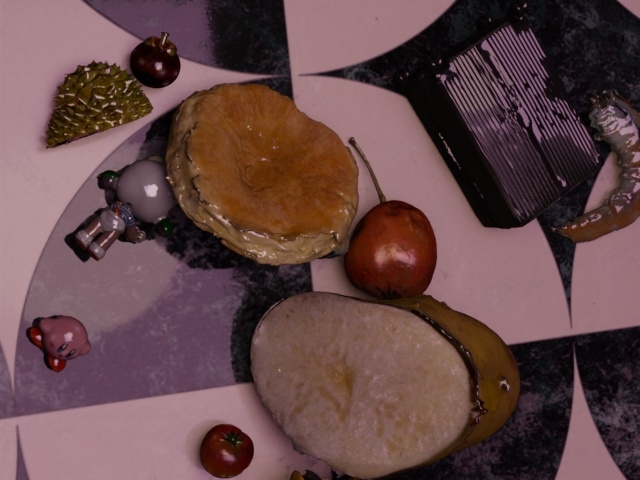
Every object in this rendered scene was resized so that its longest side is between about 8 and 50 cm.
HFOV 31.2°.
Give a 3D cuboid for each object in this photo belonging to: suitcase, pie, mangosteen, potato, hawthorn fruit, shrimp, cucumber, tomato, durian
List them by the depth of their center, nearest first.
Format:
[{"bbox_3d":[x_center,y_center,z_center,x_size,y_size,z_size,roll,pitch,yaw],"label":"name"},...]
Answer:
[{"bbox_3d":[-0.343,-0.217,1.737,0.187,0.119,0.108,-23,100,-20],"label":"durian"},{"bbox_3d":[-0.087,-0.108,1.780,0.340,0.083,0.339,17,48,-19],"label":"pie"},{"bbox_3d":[-0.256,-0.277,1.794,0.081,0.081,0.080,1,87,-22],"label":"mangosteen"},{"bbox_3d":[-0.150,0.336,1.810,0.087,0.087,0.075,22,124,-16],"label":"tomato"},{"bbox_3d":[-0.001,0.000,1.871,0.064,0.112,0.064,2,87,-30],"label":"cucumber"},{"bbox_3d":[0.125,0.222,1.874,0.296,0.397,0.289,-6,98,-67],"label":"potato"},{"bbox_3d":[0.106,-0.037,1.924,0.165,0.165,0.285,-1,63,-22],"label":"hawthorn fruit"},{"bbox_3d":[0.315,-0.208,1.984,0.230,0.152,0.335,-35,101,-19],"label":"suitcase"},{"bbox_3d":[0.545,-0.117,2.131,0.185,0.068,0.287,22,89,-16],"label":"shrimp"}]

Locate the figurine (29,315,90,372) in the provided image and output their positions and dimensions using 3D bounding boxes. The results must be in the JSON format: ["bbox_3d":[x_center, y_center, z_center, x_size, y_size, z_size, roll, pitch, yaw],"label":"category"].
[{"bbox_3d":[-0.388,0.146,1.729,0.083,0.071,0.067,48,30,-21],"label":"figurine"}]

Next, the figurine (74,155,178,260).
[{"bbox_3d":[-0.290,-0.051,1.769,0.147,0.093,0.197,41,81,8],"label":"figurine"}]

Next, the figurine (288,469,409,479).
[{"bbox_3d":[0.020,0.445,1.833,0.257,0.167,0.192,-17,80,-44],"label":"figurine"}]
